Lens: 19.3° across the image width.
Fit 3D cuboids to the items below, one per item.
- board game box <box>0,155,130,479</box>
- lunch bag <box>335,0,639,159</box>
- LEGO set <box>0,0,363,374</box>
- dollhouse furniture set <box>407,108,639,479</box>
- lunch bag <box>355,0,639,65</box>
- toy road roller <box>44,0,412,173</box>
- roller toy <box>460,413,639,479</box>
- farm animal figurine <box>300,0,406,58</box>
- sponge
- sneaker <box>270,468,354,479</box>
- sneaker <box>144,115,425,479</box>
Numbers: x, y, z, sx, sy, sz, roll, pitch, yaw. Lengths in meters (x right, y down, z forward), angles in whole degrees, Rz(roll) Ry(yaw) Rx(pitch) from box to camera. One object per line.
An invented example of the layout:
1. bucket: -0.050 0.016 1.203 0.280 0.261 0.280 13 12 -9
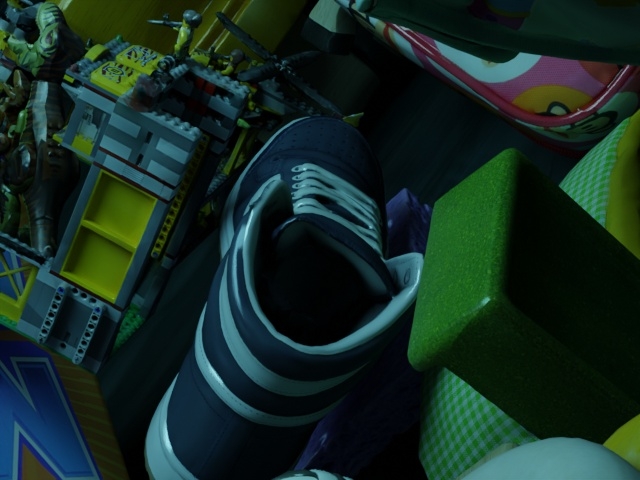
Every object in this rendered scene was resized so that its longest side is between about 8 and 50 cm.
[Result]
1. board game box: -0.379 0.146 1.168 0.356 0.356 0.357 -43 53 29
2. lunch bag: 0.151 -0.197 0.963 0.293 0.258 0.120 -54 -25 7
3. LEGO set: -0.142 -0.087 1.136 0.331 0.255 0.192 -34 -27 -61
4. dollhouse furniture set: 0.071 0.029 0.811 0.197 0.151 0.301 -41 20 32
5. lunch bag: 0.128 -0.190 0.783 0.160 0.262 0.223 140 129 -72
6. toy road roller: -0.093 -0.153 1.444 0.202 0.240 0.329 -54 17 -6
7. roller toy: 0.064 0.160 0.544 0.209 0.146 0.191 -49 10 29
8. farm animal figurine: -0.027 -0.244 1.168 0.330 0.326 0.172 -20 -42 -58
9. sponge: 0.026 0.057 1.077 0.117 0.031 0.210 -46 18 18
10. sneaker: -0.045 0.219 0.860 0.229 0.086 0.132 -54 29 31
11. sneaker: 0.000 0.000 0.967 0.282 0.099 0.153 -70 7 -45
